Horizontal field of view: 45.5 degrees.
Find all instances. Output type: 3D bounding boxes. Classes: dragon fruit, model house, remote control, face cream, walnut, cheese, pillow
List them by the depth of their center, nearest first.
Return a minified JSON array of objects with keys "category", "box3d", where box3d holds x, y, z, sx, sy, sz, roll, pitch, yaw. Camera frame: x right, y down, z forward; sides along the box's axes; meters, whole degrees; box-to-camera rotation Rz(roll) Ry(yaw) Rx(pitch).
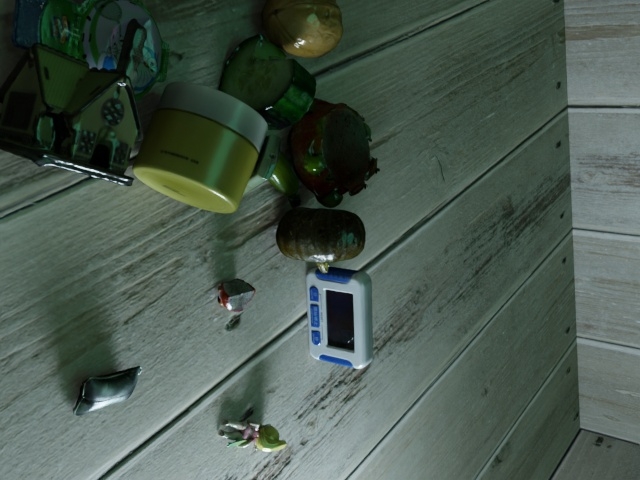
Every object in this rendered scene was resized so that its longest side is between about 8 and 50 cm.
[{"category":"model house","box3d":[-0.400,-0.252,1.241,0.218,0.205,0.278,13,92,-54]},{"category":"cheese","box3d":[-0.392,-0.350,1.348,0.320,0.083,0.204,4,93,-53]},{"category":"pillow","box3d":[-0.411,0.290,1.477,0.136,0.055,0.091,-2,100,-51]},{"category":"face cream","box3d":[-0.233,-0.175,1.481,0.218,0.218,0.179,34,71,-50]},{"category":"remote control","box3d":[-0.147,-0.147,1.604,0.038,0.233,0.098,22,72,-21]},{"category":"walnut","box3d":[-0.038,-0.498,1.723,0.197,0.165,0.165,6,92,-56]},{"category":"dragon fruit","box3d":[-0.196,0.126,1.727,0.083,0.056,0.060,-20,136,-42]},{"category":"dragon fruit","box3d":[0.024,-0.219,1.867,0.295,0.130,0.268,-24,110,-54]}]

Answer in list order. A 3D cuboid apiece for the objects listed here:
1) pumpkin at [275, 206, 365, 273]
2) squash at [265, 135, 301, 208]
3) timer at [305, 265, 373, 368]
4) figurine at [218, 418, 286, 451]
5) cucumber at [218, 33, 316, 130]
[{"category":"pumpkin","box3d":[0.000,0.000,1.836,0.219,0.219,0.162,-6,98,-52]},{"category":"squash","box3d":[-0.123,-0.185,1.739,0.318,0.071,0.080,51,39,-51]},{"category":"timer","box3d":[0.054,0.193,1.964,0.078,0.178,0.253,-22,115,-54]},{"category":"figurine","box3d":[-0.163,0.470,1.829,0.187,0.083,0.083,29,73,-41]},{"category":"cucumber","box3d":[-0.115,-0.328,1.643,0.130,0.191,0.191,16,84,-52]}]
